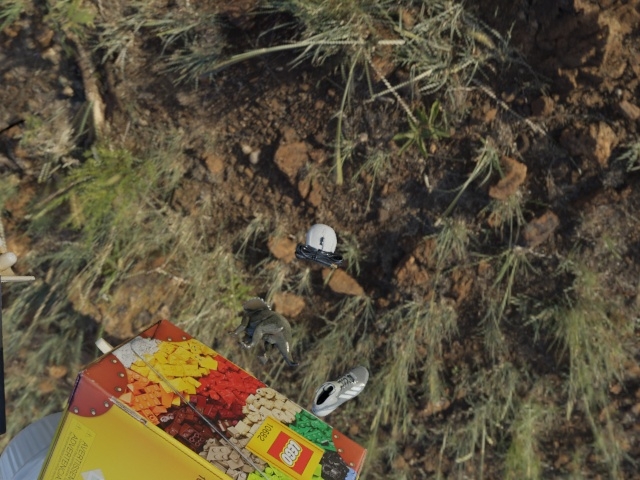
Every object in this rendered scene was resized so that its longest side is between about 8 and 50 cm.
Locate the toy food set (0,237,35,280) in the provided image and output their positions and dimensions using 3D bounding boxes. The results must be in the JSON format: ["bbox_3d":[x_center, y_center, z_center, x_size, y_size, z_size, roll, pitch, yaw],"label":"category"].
[{"bbox_3d":[-0.750,-0.046,1.227,0.092,0.220,0.306,-27,85,5],"label":"toy food set"}]

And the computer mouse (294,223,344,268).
[{"bbox_3d":[0.000,0.000,1.246,0.105,0.193,0.042,15,111,-5],"label":"computer mouse"}]

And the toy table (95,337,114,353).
[{"bbox_3d":[-0.638,0.433,1.902,0.160,0.274,0.252,27,147,51],"label":"toy table"}]

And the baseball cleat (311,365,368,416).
[{"bbox_3d":[0.062,0.415,1.599,0.072,0.205,0.110,38,150,27],"label":"baseball cleat"}]

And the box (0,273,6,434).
[{"bbox_3d":[-0.672,0.202,0.868,0.182,0.294,0.297,9,103,28],"label":"box"}]

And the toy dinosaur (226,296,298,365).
[{"bbox_3d":[-0.162,0.256,1.641,0.313,0.160,0.121,19,150,48],"label":"toy dinosaur"}]

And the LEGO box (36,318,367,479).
[{"bbox_3d":[-0.220,0.434,0.833,0.372,0.193,0.501,31,110,8],"label":"LEGO box"}]

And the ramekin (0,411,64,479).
[{"bbox_3d":[-0.632,0.533,1.357,0.127,0.272,0.273,38,139,33],"label":"ramekin"}]
